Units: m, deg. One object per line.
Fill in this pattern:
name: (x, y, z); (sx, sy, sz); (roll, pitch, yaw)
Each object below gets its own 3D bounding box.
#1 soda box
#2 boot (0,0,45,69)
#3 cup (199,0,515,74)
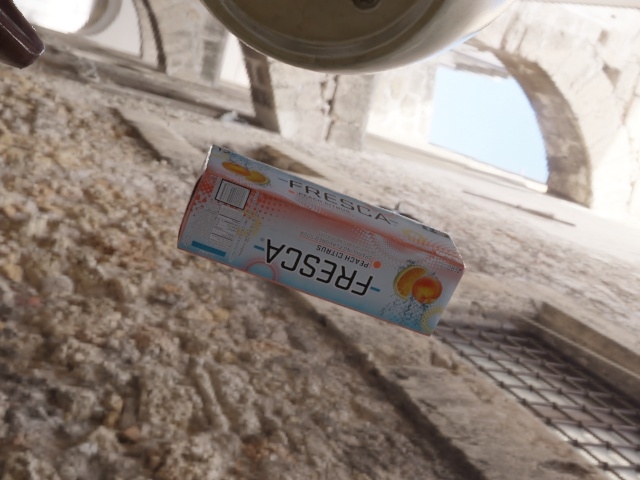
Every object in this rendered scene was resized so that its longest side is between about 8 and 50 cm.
soda box: (0.000, 0.000, 0.534); (0.063, 0.183, 0.058); (-95, -152, -67)
boot: (-0.219, -0.176, 0.416); (0.090, 0.207, 0.248); (-48, -144, -6)
cup: (0.019, -0.243, 0.522); (0.331, 0.331, 0.237); (-56, -170, 39)
